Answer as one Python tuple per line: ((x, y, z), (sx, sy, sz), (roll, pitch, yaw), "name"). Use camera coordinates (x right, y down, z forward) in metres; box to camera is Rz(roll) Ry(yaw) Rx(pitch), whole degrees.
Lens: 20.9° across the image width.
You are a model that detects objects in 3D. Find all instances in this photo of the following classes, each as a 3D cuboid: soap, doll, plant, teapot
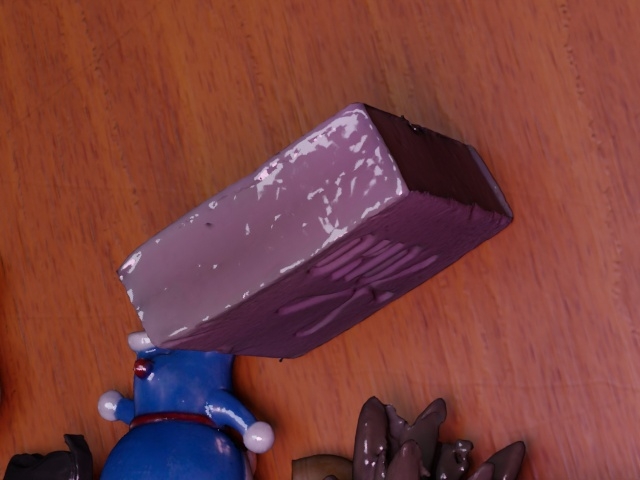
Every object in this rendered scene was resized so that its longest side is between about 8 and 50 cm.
((0.000, 0.000, 1.617), (0.285, 0.296, 0.107), (-33, 72, 20), "soap")
((-0.141, 0.209, 1.751), (0.215, 0.161, 0.257), (-10, 63, 37), "doll")
((0.085, 0.314, 1.611), (0.181, 0.194, 0.321), (19, 100, 25), "plant")
((0.002, 0.262, 1.726), (0.080, 0.085, 0.110), (-9, 110, 1), "teapot")

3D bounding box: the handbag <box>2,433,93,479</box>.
((-0.278, 0.368, 1.793), (0.191, 0.075, 0.332), (-14, 76, 59), "handbag")
